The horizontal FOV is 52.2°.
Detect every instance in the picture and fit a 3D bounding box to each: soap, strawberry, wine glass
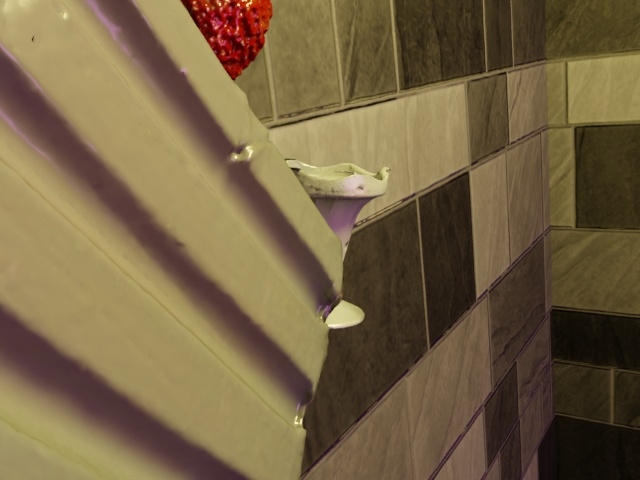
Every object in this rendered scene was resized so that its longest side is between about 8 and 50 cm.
[{"bbox_3d":[-0.170,0.026,0.467,0.435,0.212,0.351,52,39,-44],"label":"soap"},{"bbox_3d":[-0.120,-0.213,0.640,0.148,0.131,0.131,-62,139,-31],"label":"strawberry"},{"bbox_3d":[0.000,0.000,0.814,0.164,0.164,0.197,-17,111,-55],"label":"wine glass"}]
